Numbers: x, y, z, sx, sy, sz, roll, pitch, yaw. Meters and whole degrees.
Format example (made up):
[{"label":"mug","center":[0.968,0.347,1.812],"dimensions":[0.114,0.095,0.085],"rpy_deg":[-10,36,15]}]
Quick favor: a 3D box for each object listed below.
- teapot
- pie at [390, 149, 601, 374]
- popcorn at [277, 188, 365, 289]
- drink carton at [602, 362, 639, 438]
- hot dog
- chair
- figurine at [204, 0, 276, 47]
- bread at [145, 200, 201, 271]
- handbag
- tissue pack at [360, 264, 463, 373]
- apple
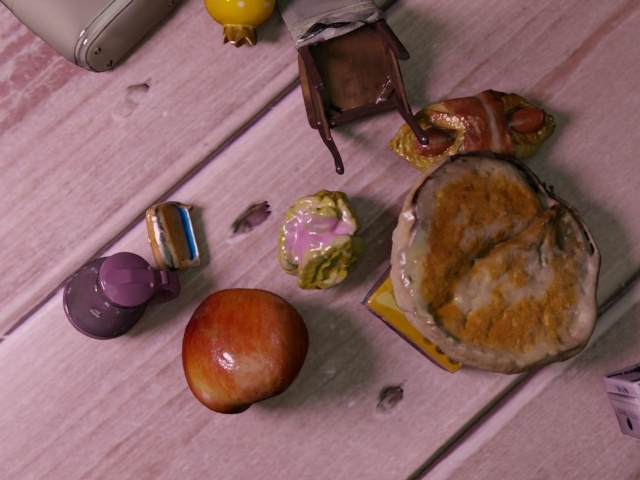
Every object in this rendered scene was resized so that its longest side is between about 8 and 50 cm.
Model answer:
[{"label":"teapot","center":[-0.279,0.079,1.195],"dimensions":[0.148,0.146,0.116],"rpy_deg":[29,58,-20]},{"label":"pie","center":[0.254,0.030,1.195],"dimensions":[0.339,0.077,0.339],"rpy_deg":[4,79,-20]},{"label":"popcorn","center":[0.000,0.000,1.230],"dimensions":[0.125,0.126,0.145],"rpy_deg":[3,112,12]},{"label":"drink carton","center":[0.544,0.212,1.218],"dimensions":[0.222,0.134,0.102],"rpy_deg":[-19,88,-3]},{"label":"hot dog","center":[0.233,-0.163,1.263],"dimensions":[0.261,0.093,0.123],"rpy_deg":[-18,90,-4]},{"label":"chair","center":[0.037,-0.266,1.254],"dimensions":[0.160,0.319,0.186],"rpy_deg":[-19,129,-1]},{"label":"figurine","center":[-0.141,-0.416,1.273],"dimensions":[0.127,0.185,0.234],"rpy_deg":[-24,123,-42]},{"label":"bread","center":[-0.223,-0.006,1.252],"dimensions":[0.072,0.053,0.106],"rpy_deg":[-11,86,-46]},{"label":"handbag","center":[-0.382,-0.422,1.292],"dimensions":[0.241,0.109,0.315],"rpy_deg":[-45,74,-6]},{"label":"tissue pack","center":[0.161,0.100,1.242],"dimensions":[0.169,0.082,0.120],"rpy_deg":[39,82,2]},{"label":"apple","center":[-0.111,0.156,1.173],"dimensions":[0.160,0.195,0.173],"rpy_deg":[23,55,-26]}]
